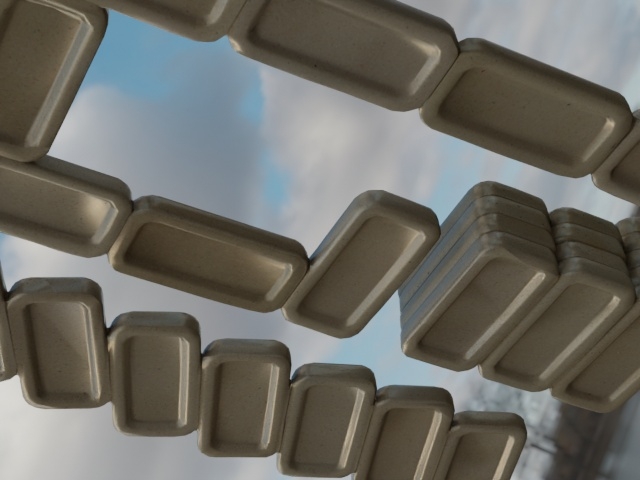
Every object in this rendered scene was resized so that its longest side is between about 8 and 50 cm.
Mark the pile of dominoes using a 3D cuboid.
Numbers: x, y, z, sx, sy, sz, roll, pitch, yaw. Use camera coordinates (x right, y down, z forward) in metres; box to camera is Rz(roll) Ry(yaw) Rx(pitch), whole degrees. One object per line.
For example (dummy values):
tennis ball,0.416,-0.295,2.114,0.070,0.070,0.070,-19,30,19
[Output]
pile of dominoes,0.000,0.000,0.428,0.196,0.251,0.040,-53,28,38
